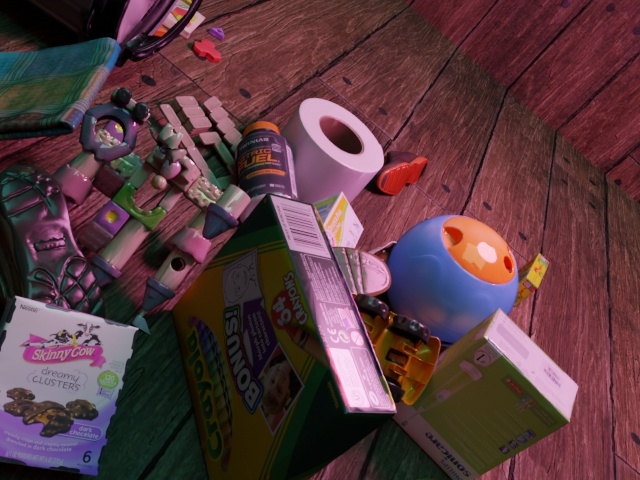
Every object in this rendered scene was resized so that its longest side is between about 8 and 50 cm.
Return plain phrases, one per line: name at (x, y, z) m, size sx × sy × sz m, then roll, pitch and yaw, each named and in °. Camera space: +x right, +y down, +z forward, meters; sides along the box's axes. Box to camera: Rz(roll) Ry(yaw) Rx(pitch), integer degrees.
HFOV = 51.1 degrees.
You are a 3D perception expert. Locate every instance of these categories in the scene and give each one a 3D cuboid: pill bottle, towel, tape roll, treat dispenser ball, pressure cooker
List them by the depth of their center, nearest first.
towel at (-0.501, -0.259, 1.131) m, size 0.271 × 0.040 × 0.370 m, roll -6°, pitch 34°, yaw 1°
pressure cooker at (-0.455, -0.602, 1.438) m, size 0.420 × 0.370 × 0.375 m, roll 33°, pitch 39°, yaw -6°
pill bottle at (-0.120, -0.147, 1.460) m, size 0.130 × 0.130 × 0.245 m, roll 18°, pitch 45°, yaw -31°
treat dispenser ball at (0.286, 0.087, 1.471) m, size 0.288 × 0.288 × 0.288 m, roll 26°, pitch 38°, yaw -22°
tape roll at (0.007, -0.199, 1.619) m, size 0.246 × 0.169 × 0.246 m, roll 26°, pitch 37°, yaw -22°

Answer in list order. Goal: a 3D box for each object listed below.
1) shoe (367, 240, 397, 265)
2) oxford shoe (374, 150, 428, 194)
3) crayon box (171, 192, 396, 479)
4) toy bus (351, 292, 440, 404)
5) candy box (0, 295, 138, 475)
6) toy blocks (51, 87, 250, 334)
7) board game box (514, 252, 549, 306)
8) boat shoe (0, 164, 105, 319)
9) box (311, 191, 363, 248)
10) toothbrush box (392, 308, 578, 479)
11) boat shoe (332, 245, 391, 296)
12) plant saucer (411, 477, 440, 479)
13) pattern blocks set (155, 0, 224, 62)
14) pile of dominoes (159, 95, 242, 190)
shoe at (0.121, 0.055, 1.549) m, size 0.076 × 0.058 × 0.219 m, roll 47°, pitch 35°, yaw 8°
oxford shoe at (0.207, -0.199, 1.901) m, size 0.098 × 0.097 × 0.271 m, roll 31°, pitch 26°, yaw 21°
crayon box at (-0.080, 0.169, 1.007) m, size 0.106 × 0.313 × 0.363 m, roll 13°, pitch 43°, yaw -40°
toy bus at (0.079, 0.192, 1.265) m, size 0.220 × 0.211 × 0.149 m, roll 31°, pitch 79°, yaw -20°
candy box at (-0.347, 0.186, 0.863) m, size 0.165 × 0.070 × 0.196 m, roll 20°, pitch 74°, yaw -27°
toy blocks at (-0.306, -0.034, 1.074) m, size 0.288 × 0.309 × 0.260 m, roll 40°, pitch 76°, yaw -16°
board game box at (0.591, 0.111, 1.913) m, size 0.043 × 0.092 × 0.181 m, roll 44°, pitch 35°, yaw 6°
boat shoe at (-0.410, 0.056, 0.979) m, size 0.123 × 0.120 × 0.324 m, roll -8°, pitch 79°, yaw -51°
box at (0.000, 0.000, 1.420) m, size 0.103 × 0.114 × 0.203 m, roll 59°, pitch 31°, yaw -20°
toothbrush box at (0.299, 0.299, 1.258) m, size 0.206 × 0.283 × 0.122 m, roll 45°, pitch 34°, yaw 5°
boat shoe at (-0.014, 0.084, 1.280) m, size 0.302 × 0.098 × 0.109 m, roll -6°, pitch 66°, yaw -20°
plant saucer at (0.230, 0.524, 1.166) m, size 0.241 × 0.037 × 0.241 m, roll 26°, pitch 38°, yaw -22°
pattern blocks set at (-0.407, -0.621, 1.803) m, size 0.325 × 0.026 × 0.285 m, roll 23°, pitch 38°, yaw -24°
pile of dominoes at (-0.251, -0.218, 1.527) m, size 0.196 × 0.040 × 0.251 m, roll -21°, pitch 76°, yaw -54°
